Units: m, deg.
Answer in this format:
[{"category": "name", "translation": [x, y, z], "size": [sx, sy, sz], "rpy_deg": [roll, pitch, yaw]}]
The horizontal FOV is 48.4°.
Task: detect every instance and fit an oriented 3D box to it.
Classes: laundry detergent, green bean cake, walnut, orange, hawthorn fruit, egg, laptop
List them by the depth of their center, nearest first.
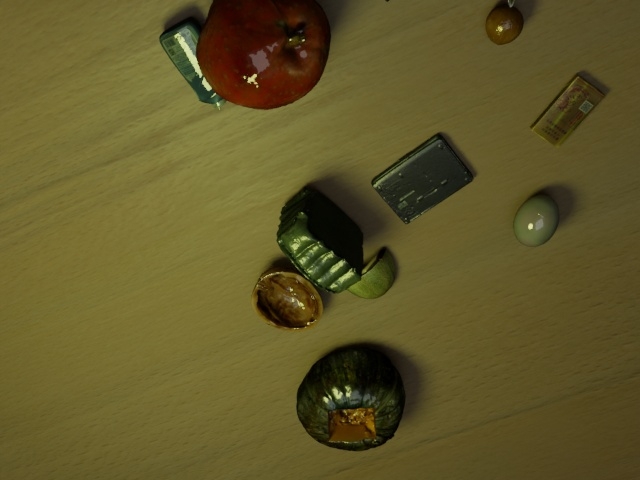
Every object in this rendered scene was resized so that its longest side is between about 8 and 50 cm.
[{"category": "hawthorn fruit", "translation": [-0.105, -0.395, 1.434], "size": [0.275, 0.299, 0.276], "rpy_deg": [-6, 103, -28]}, {"category": "orange", "translation": [0.388, -0.457, 1.507], "size": [0.084, 0.085, 0.085], "rpy_deg": [0, 121, 1]}, {"category": "laundry detergent", "translation": [-0.265, -0.379, 1.567], "size": [0.096, 0.061, 0.206], "rpy_deg": [-24, 118, 11]}, {"category": "green bean cake", "translation": [0.000, 0.000, 1.697], "size": [0.125, 0.227, 0.222], "rpy_deg": [-38, 114, 19]}, {"category": "laptop", "translation": [0.245, -0.145, 1.723], "size": [0.207, 0.026, 0.154], "rpy_deg": [-34, 116, 20]}, {"category": "egg", "translation": [0.526, -0.047, 1.733], "size": [0.103, 0.103, 0.135], "rpy_deg": [13, 120, -7]}, {"category": "walnut", "translation": [-0.089, 0.145, 1.867], "size": [0.167, 0.087, 0.211], "rpy_deg": [-36, 116, 13]}]

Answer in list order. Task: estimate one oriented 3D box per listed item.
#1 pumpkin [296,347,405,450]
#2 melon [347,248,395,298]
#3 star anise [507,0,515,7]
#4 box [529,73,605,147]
[{"category": "pumpkin", "translation": [0.084, 0.448, 1.988], "size": [0.320, 0.192, 0.321], "rpy_deg": [2, 121, 2]}, {"category": "melon", "translation": [0.134, 0.106, 1.846], "size": [0.160, 0.079, 0.128], "rpy_deg": [-37, 113, 20]}, {"category": "star anise", "translation": [0.409, -0.586, 1.420], "size": [0.262, 0.081, 0.230], "rpy_deg": [3, 114, 12]}, {"category": "box", "translation": [0.565, -0.295, 1.630], "size": [0.089, 0.022, 0.156], "rpy_deg": [27, 118, -16]}]
